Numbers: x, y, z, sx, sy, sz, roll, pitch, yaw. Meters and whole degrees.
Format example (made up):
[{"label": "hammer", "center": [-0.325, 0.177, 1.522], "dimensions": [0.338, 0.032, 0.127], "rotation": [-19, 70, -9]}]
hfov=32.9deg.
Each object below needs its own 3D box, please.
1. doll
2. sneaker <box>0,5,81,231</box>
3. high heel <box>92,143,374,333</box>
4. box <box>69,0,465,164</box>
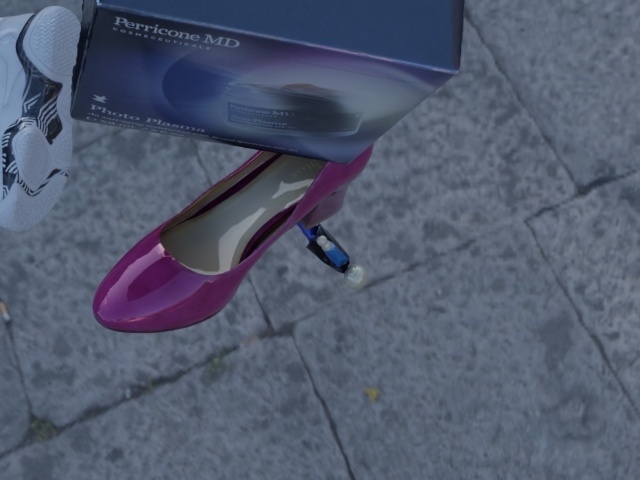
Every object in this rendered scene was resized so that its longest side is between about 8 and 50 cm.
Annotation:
[{"label": "doll", "center": [0.000, 0.000, 1.621], "dimensions": [0.046, 0.129, 0.189], "rotation": [-41, 89, -6]}, {"label": "sneaker", "center": [-0.510, -0.198, 1.731], "dimensions": [0.210, 0.137, 0.366], "rotation": [5, 81, 20]}, {"label": "high heel", "center": [-0.092, -0.043, 1.184], "dimensions": [0.127, 0.181, 0.377], "rotation": [39, 52, 18]}, {"label": "box", "center": [-0.061, -0.204, 0.971], "dimensions": [0.296, 0.294, 0.183], "rotation": [8, 76, -15]}]
